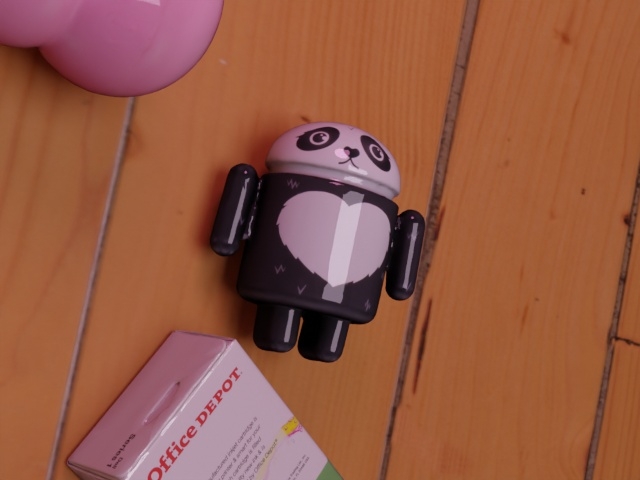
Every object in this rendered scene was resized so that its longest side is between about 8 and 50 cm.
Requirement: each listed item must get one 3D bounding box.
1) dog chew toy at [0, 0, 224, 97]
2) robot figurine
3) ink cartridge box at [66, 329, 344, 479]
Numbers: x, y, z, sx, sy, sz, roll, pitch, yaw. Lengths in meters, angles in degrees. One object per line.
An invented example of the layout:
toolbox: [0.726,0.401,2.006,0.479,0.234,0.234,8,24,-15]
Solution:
dog chew toy: [-0.258,-0.263,1.081,0.331,0.206,0.207,17,82,-34]
robot figurine: [-0.001,-0.001,1.345,0.209,0.173,0.278,22,78,-55]
ink cartridge box: [-0.118,0.266,1.295,0.201,0.117,0.278,-52,125,-27]
